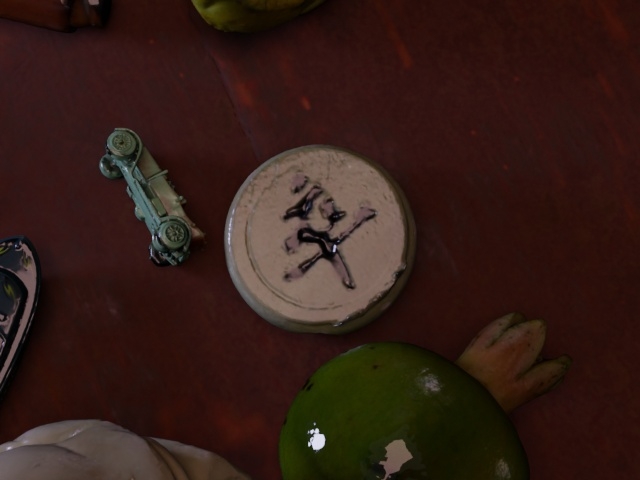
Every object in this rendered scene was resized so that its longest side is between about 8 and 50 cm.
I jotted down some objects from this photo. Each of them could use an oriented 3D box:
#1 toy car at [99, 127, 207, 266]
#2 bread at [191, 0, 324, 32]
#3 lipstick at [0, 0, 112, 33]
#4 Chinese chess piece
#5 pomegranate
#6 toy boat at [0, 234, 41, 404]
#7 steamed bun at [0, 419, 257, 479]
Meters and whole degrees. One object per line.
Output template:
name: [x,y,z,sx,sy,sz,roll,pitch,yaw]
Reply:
toy car: [-0.167,-0.043,1.388,0.054,0.073,0.143,-26,80,-17]
bread: [-0.102,-0.392,1.416,0.166,0.112,0.383,-13,84,-30]
lipstick: [-0.420,-0.280,1.434,0.418,0.077,0.077,12,82,3]
Chinese chess piece: [0.000,0.000,1.367,0.188,0.083,0.188,0,83,4]
pomegranate: [0.106,0.176,1.276,0.302,0.236,0.236,-39,81,-16]
toy boat: [-0.338,0.107,1.358,0.093,0.103,0.246,23,80,7]
steamed bun: [-0.163,0.301,1.251,0.346,0.237,0.394,-23,115,27]
